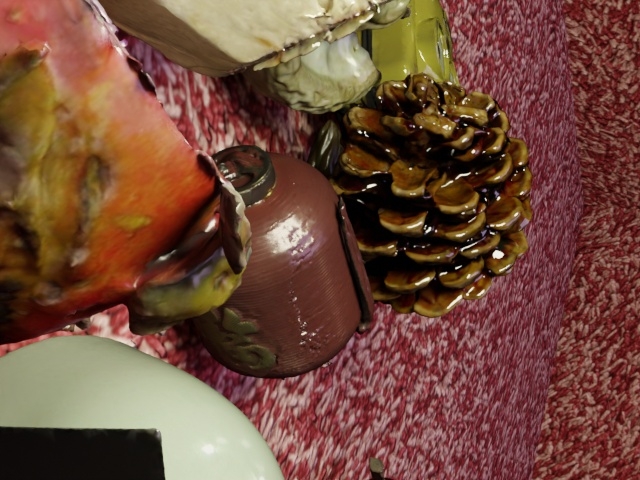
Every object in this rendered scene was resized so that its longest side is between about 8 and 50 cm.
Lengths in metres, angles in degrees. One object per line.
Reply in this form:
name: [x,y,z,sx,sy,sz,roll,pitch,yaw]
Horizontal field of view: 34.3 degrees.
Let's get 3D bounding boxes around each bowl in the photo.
bowl: [-0.127,0.252,0.728,0.354,0.185,0.353,-14,107,-55]

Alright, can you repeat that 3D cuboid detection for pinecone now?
pinecone: [0.117,-0.052,1.097,0.243,0.244,0.257,-37,143,-62]

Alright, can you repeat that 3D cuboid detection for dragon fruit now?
dragon fruit: [-0.221,-0.052,0.475,0.263,0.314,0.296,-37,128,-2]

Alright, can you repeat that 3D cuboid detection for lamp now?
lamp: [-0.045,0.022,0.974,0.180,0.180,0.258,-64,151,-42]

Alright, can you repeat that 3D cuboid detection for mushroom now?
mushroom: [-0.023,-0.256,0.992,0.164,0.189,0.267,-27,154,-34]

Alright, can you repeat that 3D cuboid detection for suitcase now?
suitcase: [0.090,-0.217,1.270,0.194,0.143,0.234,61,26,-54]

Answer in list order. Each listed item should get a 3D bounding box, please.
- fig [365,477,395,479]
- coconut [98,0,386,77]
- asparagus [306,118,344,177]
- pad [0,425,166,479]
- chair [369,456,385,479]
fig: [0.060,0.480,1.361,0.320,0.217,0.217,-57,152,-8]
coconut: [-0.047,-0.315,0.716,0.360,0.346,0.346,66,30,-12]
asparagus: [0.000,0.000,1.223,0.080,0.080,0.287,7,87,-68]
pad: [-0.190,0.266,0.587,0.007,0.248,0.367,-65,153,-69]
chair: [0.000,0.380,1.152,0.326,0.183,0.175,66,36,-47]
